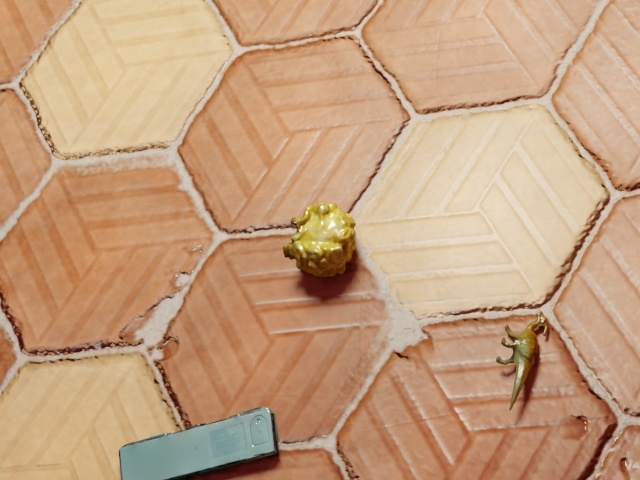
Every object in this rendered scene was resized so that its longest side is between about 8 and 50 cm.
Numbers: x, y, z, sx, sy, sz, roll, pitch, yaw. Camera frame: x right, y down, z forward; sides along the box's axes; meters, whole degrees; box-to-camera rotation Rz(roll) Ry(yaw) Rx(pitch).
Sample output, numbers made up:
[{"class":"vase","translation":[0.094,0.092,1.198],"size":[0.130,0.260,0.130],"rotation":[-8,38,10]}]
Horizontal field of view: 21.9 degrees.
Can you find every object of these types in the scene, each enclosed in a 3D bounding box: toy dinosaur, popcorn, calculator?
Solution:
[{"class":"toy dinosaur","translation":[0.193,0.114,1.640],"size":[0.041,0.026,0.113],"rotation":[21,60,11]},{"class":"popcorn","translation":[0.000,0.000,1.758],"size":[0.083,0.057,0.082],"rotation":[-23,63,2]},{"class":"calculator","translation":[-0.125,0.215,1.699],"size":[0.172,0.018,0.057],"rotation":[-16,56,10]}]
